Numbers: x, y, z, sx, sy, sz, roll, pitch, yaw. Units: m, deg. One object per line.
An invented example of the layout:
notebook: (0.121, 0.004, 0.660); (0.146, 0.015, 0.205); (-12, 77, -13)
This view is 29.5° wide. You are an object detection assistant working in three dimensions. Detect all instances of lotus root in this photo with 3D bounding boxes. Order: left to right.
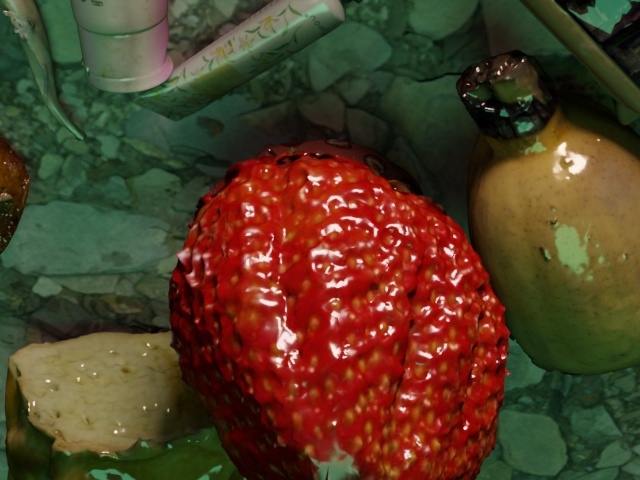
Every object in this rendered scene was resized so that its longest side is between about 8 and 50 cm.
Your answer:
lotus root: (0.190, -0.026, 0.949); (0.183, 0.182, 0.310); (-22, 123, 15)

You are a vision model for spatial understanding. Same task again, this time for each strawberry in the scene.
strawberry: (0.010, 0.076, 0.893); (0.250, 0.288, 0.238); (-13, 129, 13)

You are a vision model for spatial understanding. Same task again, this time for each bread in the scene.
bread: (-0.182, 0.214, 1.114); (0.196, 0.238, 0.252); (-23, 130, -32)

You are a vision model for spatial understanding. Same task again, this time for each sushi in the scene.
sushi: (-0.280, -0.032, 1.014); (0.055, 0.052, 0.120); (12, 128, -32)

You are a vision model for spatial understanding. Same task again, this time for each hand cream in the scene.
hand cream: (-0.152, -0.255, 0.837); (0.111, 0.070, 0.312); (28, 136, 32)
hand cream: (-0.053, -0.146, 0.935); (0.194, 0.042, 0.067); (-31, 163, 20)

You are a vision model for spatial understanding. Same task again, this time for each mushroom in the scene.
mushroom: (-0.270, -0.189, 0.905); (0.068, 0.043, 0.306); (-25, 127, 38)

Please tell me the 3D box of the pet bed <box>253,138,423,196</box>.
pet bed: (0.000, 0.000, 1.045); (0.201, 0.053, 0.201); (0, 128, 0)

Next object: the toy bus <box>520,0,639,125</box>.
toy bus: (0.193, -0.215, 0.832); (0.157, 0.139, 0.289); (-37, 119, 28)
